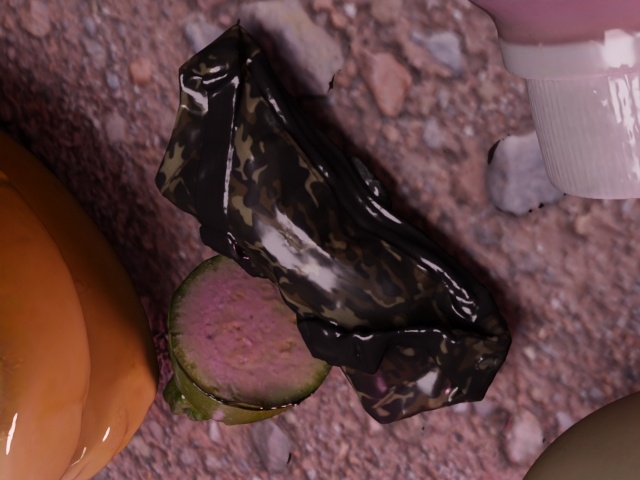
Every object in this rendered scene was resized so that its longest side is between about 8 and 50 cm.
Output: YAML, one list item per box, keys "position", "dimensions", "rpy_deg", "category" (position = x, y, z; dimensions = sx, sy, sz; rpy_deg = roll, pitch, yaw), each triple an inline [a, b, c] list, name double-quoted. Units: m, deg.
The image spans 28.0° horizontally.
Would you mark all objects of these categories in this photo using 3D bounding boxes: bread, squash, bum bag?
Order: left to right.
- position: [-0.316, 0.056, 0.853]
  dimensions: [0.424, 0.245, 0.329]
  rpy_deg: [19, 86, 27]
  category: "bread"
- position: [-0.053, 0.082, 0.796]
  dimensions: [0.105, 0.105, 0.132]
  rpy_deg: [44, 148, 10]
  category: "squash"
- position: [0.000, 0.000, 0.712]
  dimensions: [0.248, 0.069, 0.102]
  rpy_deg: [50, 134, 8]
  category: "bum bag"

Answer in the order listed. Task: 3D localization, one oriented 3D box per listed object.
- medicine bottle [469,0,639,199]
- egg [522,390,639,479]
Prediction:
- position: [0.113, -0.147, 0.493]
  dimensions: [0.147, 0.147, 0.247]
  rpy_deg: [0, 113, 38]
  category: "medicine bottle"
- position: [0.201, 0.157, 0.559]
  dimensions: [0.254, 0.188, 0.188]
  rpy_deg: [5, 116, 31]
  category: "egg"
